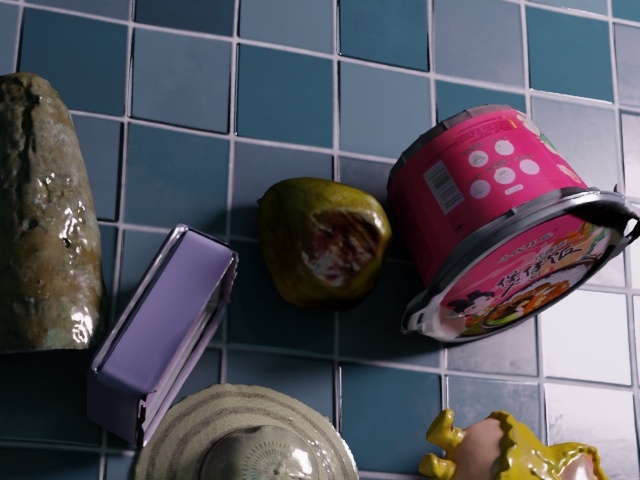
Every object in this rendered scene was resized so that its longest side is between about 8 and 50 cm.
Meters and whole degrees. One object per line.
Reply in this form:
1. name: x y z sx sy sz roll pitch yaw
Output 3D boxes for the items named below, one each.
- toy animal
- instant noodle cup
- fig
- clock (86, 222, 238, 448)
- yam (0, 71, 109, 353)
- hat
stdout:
1. toy animal: 0.207 0.265 1.589 0.230 0.156 0.156 33 62 -16
2. instant noodle cup: 0.187 -0.032 1.649 0.302 0.258 0.181 -15 61 -27
3. fig: 0.000 0.000 1.626 0.144 0.154 0.165 -34 52 -13
4. clock: -0.160 0.096 1.511 0.073 0.144 0.193 27 62 5
5. yam: -0.294 -0.022 1.525 0.133 0.133 0.330 -3 66 -21
6. hat: -0.057 0.246 1.510 0.252 0.110 0.252 7 67 -17
